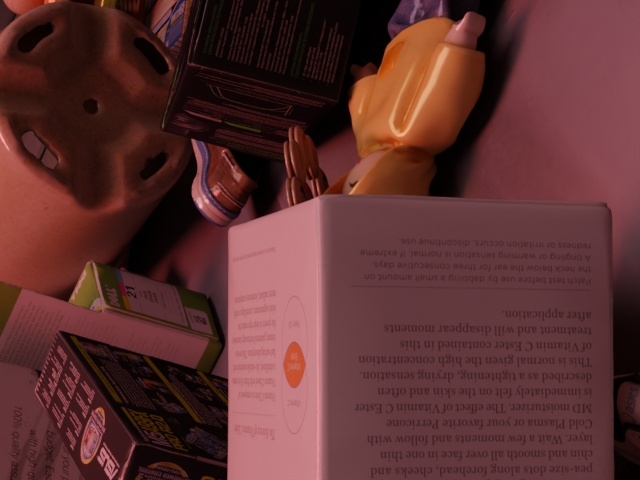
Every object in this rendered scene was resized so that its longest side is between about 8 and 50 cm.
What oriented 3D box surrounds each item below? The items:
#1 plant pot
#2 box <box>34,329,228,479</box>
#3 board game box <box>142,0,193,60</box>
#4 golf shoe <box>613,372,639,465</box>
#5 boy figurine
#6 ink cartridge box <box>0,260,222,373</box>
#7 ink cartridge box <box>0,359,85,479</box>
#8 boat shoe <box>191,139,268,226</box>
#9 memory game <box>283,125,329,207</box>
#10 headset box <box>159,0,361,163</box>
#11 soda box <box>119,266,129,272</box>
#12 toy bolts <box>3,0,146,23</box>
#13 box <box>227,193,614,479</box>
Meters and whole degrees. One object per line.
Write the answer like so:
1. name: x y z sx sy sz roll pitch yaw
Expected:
1. plant pot: -0.288 -0.084 1.900 0.305 0.333 0.334 -33 45 54
2. box: -0.087 0.160 1.413 0.060 0.216 0.270 -70 24 7
3. board game box: -0.157 -0.274 2.103 0.147 0.045 0.194 -37 41 54
4. golf shoe: 0.199 0.102 0.980 0.176 0.086 0.069 -6 67 64
5. boy figurine: 0.065 -0.124 1.441 0.177 0.092 0.285 -6 65 62
6. ink cartridge box: -0.250 0.115 1.761 0.189 0.255 0.097 -62 25 22
7. ink cartridge box: -0.298 0.258 1.595 0.166 0.394 0.285 -55 28 40
8. boat shoe: -0.081 -0.084 1.784 0.066 0.066 0.183 -38 31 21
9. memory game: 0.000 0.000 1.449 0.186 0.012 0.186 -12 -90 -81
10. headset box: -0.042 -0.219 1.626 0.283 0.131 0.246 138 145 -78
11. soda box: -0.262 0.123 1.875 0.216 0.074 0.069 -36 22 -9
12. toy bolts: -0.293 -0.231 2.172 0.218 0.158 0.229 -94 11 -76
13. box: 0.048 0.156 1.038 0.215 0.168 0.345 166 105 -74
